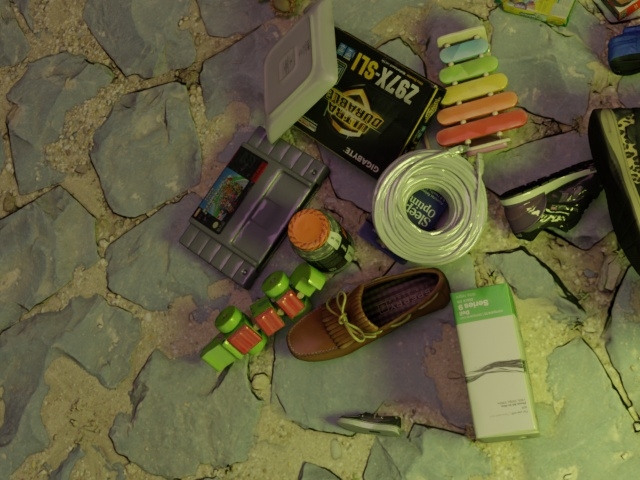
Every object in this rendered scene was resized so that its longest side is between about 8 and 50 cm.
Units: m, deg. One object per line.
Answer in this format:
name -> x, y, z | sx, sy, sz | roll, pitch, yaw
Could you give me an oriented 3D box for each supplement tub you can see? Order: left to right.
supplement tub -> 0.000, 0.000, 1.841 | 0.117, 0.190, 0.117 | -5, 73, 16

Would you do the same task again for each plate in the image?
plate -> -0.063, -0.413, 1.959 | 0.278, 0.045, 0.277 | -36, 46, 42

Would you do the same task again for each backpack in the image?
backpack -> 0.694, -0.418, 1.802 | 0.120, 0.098, 0.101 | -13, 61, 27

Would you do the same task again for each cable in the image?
cable -> 0.237, -0.072, 1.798 | 0.257, 0.089, 0.257 | -5, 89, -3

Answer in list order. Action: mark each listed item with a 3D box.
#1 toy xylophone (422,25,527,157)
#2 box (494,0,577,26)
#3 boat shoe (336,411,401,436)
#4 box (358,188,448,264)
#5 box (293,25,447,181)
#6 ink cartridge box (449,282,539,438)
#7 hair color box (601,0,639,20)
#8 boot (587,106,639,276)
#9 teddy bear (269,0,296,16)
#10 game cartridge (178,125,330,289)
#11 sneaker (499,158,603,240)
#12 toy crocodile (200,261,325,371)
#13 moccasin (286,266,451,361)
toy xylophone -> 0.327, -0.325, 1.895 | 0.236, 0.081, 0.322 | -21, 69, 11
box -> 0.510, -0.576, 1.934 | 0.179, 0.043, 0.105 | 22, 82, 20
boat shoe -> 0.107, 0.393, 1.772 | 0.142, 0.049, 0.040 | 5, 57, 17
box -> 0.200, -0.070, 1.861 | 0.136, 0.036, 0.225 | 34, 87, 2
box -> 0.098, -0.317, 1.924 | 0.322, 0.079, 0.257 | 37, 107, 23
ink cartridge box -> 0.352, 0.252, 1.642 | 0.122, 0.211, 0.289 | -12, 71, 13
hair color box -> 0.720, -0.571, 1.865 | 0.141, 0.043, 0.072 | -34, 68, 6
boot -> 0.713, -0.115, 1.617 | 0.284, 0.138, 0.377 | -12, 67, 1
teddy bear -> -0.043, -0.741, 2.137 | 0.245, 0.113, 0.338 | 24, 90, 30
game cartridge -> -0.166, -0.086, 1.994 | 0.230, 0.068, 0.355 | 33, 86, 19
sneaker -> 0.535, -0.088, 1.767 | 0.283, 0.107, 0.124 | -21, 98, 3
toy crocodile -> -0.128, 0.175, 1.851 | 0.340, 0.115, 0.105 | -38, 25, 5
moccasin -> 0.099, 0.160, 1.785 | 0.380, 0.147, 0.139 | -18, 69, 12
